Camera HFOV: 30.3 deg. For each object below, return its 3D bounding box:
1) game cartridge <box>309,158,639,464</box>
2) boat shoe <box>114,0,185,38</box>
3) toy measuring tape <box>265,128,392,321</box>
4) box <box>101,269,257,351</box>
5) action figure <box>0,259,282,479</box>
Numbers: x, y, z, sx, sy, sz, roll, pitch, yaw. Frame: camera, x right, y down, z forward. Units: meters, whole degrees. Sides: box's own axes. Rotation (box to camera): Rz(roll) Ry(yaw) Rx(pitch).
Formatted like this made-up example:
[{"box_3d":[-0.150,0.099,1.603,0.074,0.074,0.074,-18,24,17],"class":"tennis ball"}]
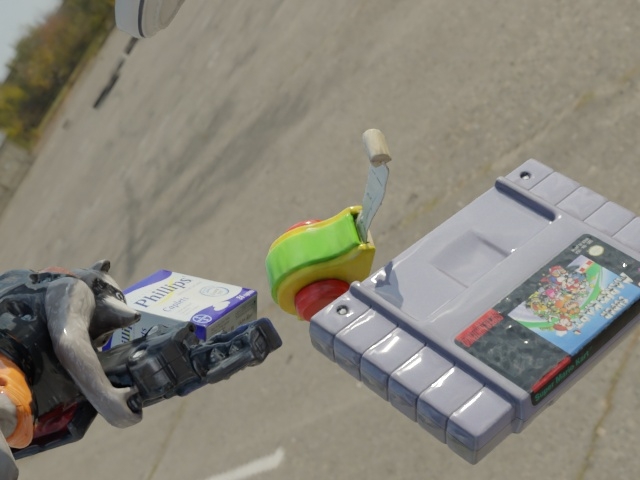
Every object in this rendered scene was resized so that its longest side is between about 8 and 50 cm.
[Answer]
[{"box_3d":[0.193,0.056,1.204,0.355,0.230,0.068,-35,-43,-30],"class":"game cartridge"},{"box_3d":[-0.082,-0.282,0.995,0.267,0.088,0.096,-61,-6,4],"class":"boat shoe"},{"box_3d":[0.000,0.000,1.322,0.330,0.121,0.121,101,-171,-54],"class":"toy measuring tape"},{"box_3d":[-0.160,0.095,1.351,0.126,0.137,0.072,-33,-50,-60],"class":"box"},{"box_3d":[-0.219,0.086,0.918,0.341,0.178,0.330,-22,9,18],"class":"action figure"}]
